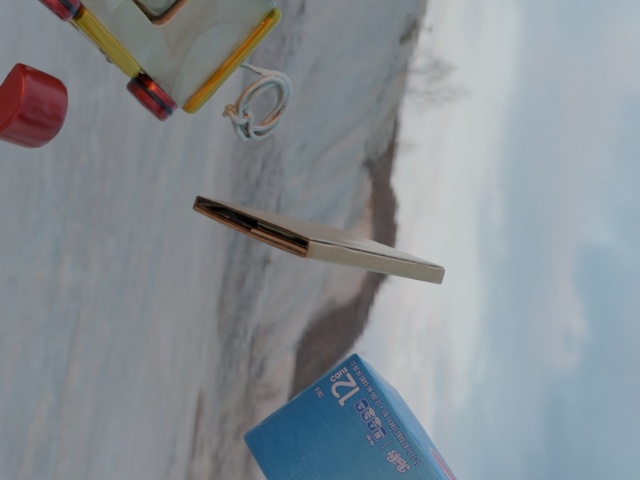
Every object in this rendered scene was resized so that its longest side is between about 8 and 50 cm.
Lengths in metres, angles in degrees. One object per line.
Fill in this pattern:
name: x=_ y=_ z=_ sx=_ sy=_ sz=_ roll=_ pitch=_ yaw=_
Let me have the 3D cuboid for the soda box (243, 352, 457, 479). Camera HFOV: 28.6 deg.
soda box: x=0.051 y=0.158 z=0.570 sx=0.210 sy=0.071 sz=0.067 roll=56 pitch=4 yaw=31

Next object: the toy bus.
toy bus: x=-0.095 y=-0.142 z=0.608 sx=0.104 sy=0.191 sz=0.202 roll=42 pitch=-49 yaw=28

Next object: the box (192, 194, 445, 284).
box: x=0.000 y=0.000 z=1.220 sx=0.164 sy=0.201 sz=0.021 roll=21 pitch=-84 yaw=43
